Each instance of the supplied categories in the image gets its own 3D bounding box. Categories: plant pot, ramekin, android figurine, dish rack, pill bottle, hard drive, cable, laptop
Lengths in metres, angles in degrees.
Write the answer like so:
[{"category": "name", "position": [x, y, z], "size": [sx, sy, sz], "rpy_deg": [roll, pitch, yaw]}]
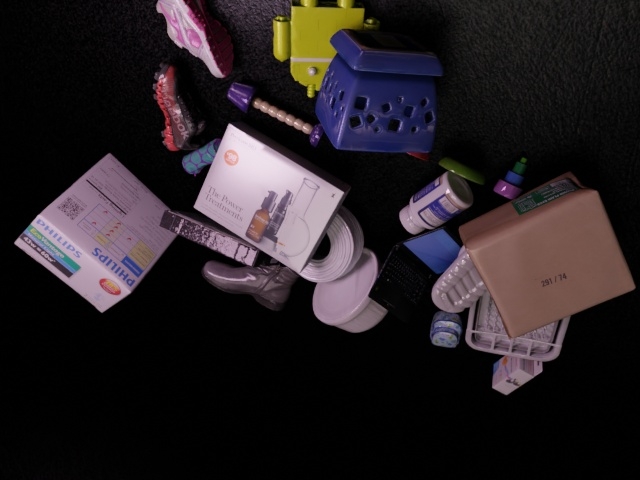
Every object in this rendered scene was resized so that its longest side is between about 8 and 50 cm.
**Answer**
[{"category": "plant pot", "position": [0.130, -0.341, 1.159], "size": [0.235, 0.236, 0.212], "rpy_deg": [-2, 126, -15]}, {"category": "ramekin", "position": [0.113, 0.163, 1.626], "size": [0.127, 0.273, 0.272], "rpy_deg": [36, 134, -29]}, {"category": "android figurine", "position": [0.012, -0.466, 1.220], "size": [0.248, 0.056, 0.273], "rpy_deg": [1, 130, -6]}, {"category": "dish rack", "position": [0.608, 0.227, 1.604], "size": [0.285, 0.072, 0.333], "rpy_deg": [8, 132, 17]}, {"category": "pill bottle", "position": [0.310, -0.096, 1.416], "size": [0.112, 0.112, 0.186], "rpy_deg": [41, 132, -15]}, {"category": "hard drive", "position": [-0.306, -0.008, 1.645], "size": [0.338, 0.237, 0.064], "rpy_deg": [22, 94, 15]}, {"category": "cable", "position": [0.000, 0.000, 1.586], "size": [0.257, 0.089, 0.257], "rpy_deg": [-39, 84, 28]}, {"category": "laptop", "position": [0.303, 0.109, 1.514], "size": [0.136, 0.265, 0.234], "rpy_deg": [20, 167, 47]}]

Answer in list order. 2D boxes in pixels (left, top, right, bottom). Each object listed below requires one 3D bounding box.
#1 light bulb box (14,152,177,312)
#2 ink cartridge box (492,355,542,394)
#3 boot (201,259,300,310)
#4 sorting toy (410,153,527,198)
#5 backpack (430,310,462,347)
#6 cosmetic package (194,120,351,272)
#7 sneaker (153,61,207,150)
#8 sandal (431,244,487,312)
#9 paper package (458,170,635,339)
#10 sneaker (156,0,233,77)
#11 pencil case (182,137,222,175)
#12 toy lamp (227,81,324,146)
[{"category": "light bulb box", "position": [-0.712, -0.026, 1.720], "size": [0.225, 0.361, 0.358], "rpy_deg": [-29, 113, 38]}, {"category": "ink cartridge box", "position": [0.655, 0.425, 1.733], "size": [0.061, 0.104, 0.181], "rpy_deg": [29, 133, -4]}, {"category": "boot", "position": [-0.237, 0.093, 1.823], "size": [0.338, 0.118, 0.223], "rpy_deg": [20, 127, -5]}, {"category": "sorting toy", "position": [0.358, -0.231, 1.308], "size": [0.365, 0.127, 0.126], "rpy_deg": [24, 107, 0]}, {"category": "backpack", "position": [0.422, 0.298, 1.733], "size": [0.104, 0.084, 0.114], "rpy_deg": [8, 129, 12]}, {"category": "cosmetic package", "position": [-0.144, -0.125, 1.493], "size": [0.377, 0.097, 0.285], "rpy_deg": [31, 111, 6]}, {"category": "sneaker", "position": [-0.388, -0.370, 1.472], "size": [0.135, 0.098, 0.276], "rpy_deg": [14, 135, 11]}, {"category": "sandal", "position": [0.473, 0.038, 1.464], "size": [0.169, 0.102, 0.416], "rpy_deg": [42, 112, -17]}, {"category": "paper package", "position": [0.557, 0.039, 1.309], "size": [0.324, 0.168, 0.310], "rpy_deg": [-27, 110, 15]}, {"category": "sneaker", "position": [-0.316, -0.526, 1.315], "size": [0.111, 0.103, 0.252], "rpy_deg": [-14, 116, 36]}, {"category": "pencil case", "position": [-0.349, -0.253, 1.579], "size": [0.151, 0.064, 0.070], "rpy_deg": [-17, 119, 33]}, {"category": "toy lamp", "position": [-0.119, -0.344, 1.400], "size": [0.274, 0.080, 0.080], "rpy_deg": [28, 134, -4]}]
